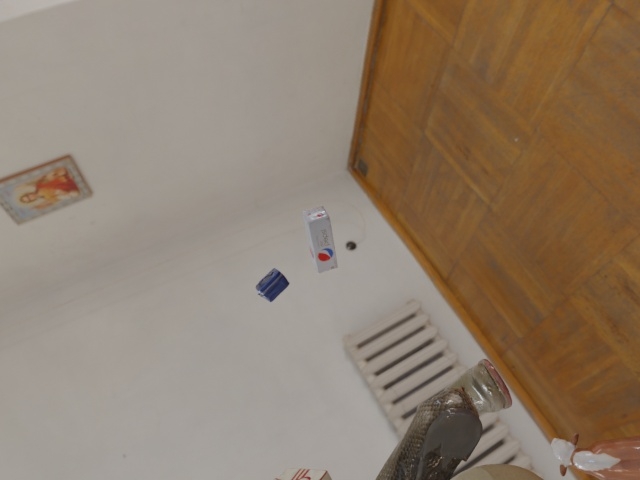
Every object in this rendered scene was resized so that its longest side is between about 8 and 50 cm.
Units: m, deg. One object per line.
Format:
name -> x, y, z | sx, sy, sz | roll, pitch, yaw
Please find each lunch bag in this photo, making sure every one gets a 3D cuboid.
lunch bag -> -0.151, 0.134, 1.507 | 0.065, 0.098, 0.067 | 48, 170, -17

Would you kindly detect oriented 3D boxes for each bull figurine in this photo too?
bull figurine -> 0.693, 0.493, 1.127 | 0.310, 0.188, 0.101 | -21, 57, 45

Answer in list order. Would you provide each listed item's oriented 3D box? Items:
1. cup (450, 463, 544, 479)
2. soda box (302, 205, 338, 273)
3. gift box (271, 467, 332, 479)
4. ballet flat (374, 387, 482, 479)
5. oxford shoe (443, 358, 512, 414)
cup -> 0.272, 0.472, 0.710 | 0.237, 0.330, 0.331 | -86, -18, -59
soda box -> 0.000, 0.000, 1.611 | 0.069, 0.073, 0.216 | -119, 15, -51
gift box -> -0.076, 0.987, 1.791 | 0.255, 0.276, 0.258 | -22, 97, 37
ballet flat -> 0.092, 0.254, 0.531 | 0.058, 0.084, 0.250 | -108, 35, -63
oxford shoe -> 0.383, 0.394, 1.259 | 0.348, 0.130, 0.123 | 76, 169, -62
